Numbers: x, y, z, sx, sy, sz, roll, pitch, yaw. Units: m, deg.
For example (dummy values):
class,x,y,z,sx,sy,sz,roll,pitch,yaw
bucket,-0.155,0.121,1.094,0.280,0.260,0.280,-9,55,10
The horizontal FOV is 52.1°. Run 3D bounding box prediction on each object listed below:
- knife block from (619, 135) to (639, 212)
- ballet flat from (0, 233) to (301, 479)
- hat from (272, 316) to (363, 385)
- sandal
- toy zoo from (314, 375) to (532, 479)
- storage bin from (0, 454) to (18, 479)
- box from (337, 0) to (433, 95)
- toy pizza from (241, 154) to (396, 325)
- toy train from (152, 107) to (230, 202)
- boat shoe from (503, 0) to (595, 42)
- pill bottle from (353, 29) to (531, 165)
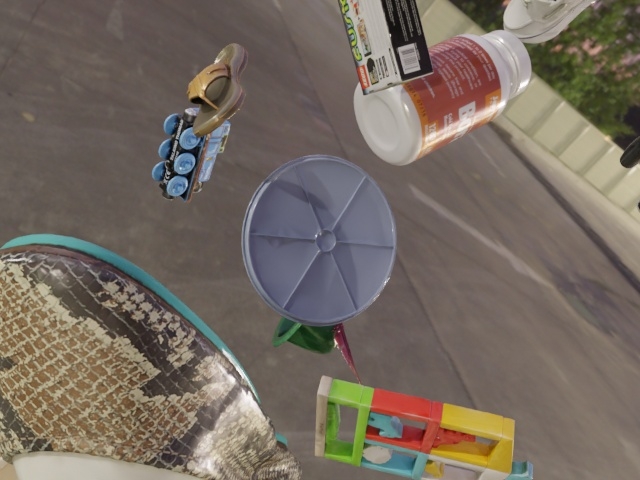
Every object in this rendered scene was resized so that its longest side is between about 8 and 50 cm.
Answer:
class,x,y,z,sx,sy,sz,roll,pitch,yaw
knife block,0.346,-0.100,0.564,0.275,0.242,0.088,-9,66,-48
ballet flat,-0.109,0.189,0.498,0.483,0.164,0.182,74,20,-58
hat,0.029,0.178,1.203,0.183,0.173,0.208,36,53,-9
sandal,-0.123,-0.179,0.748,0.049,0.072,0.180,39,33,-31
toy zoo,0.138,0.274,0.887,0.293,0.192,0.030,11,49,8
storage bin,-0.487,0.350,0.981,0.123,0.262,0.260,54,-10,-22
box,0.047,-0.253,0.642,0.114,0.036,0.207,-158,-130,-74
toy pizza,0.000,0.000,0.777,0.201,0.201,0.032,31,-12,-22
toy train,-0.237,-0.156,1.200,0.105,0.184,0.080,-11,42,-45
boat shoe,0.299,-0.324,0.828,0.088,0.096,0.267,2,0,-18
pill bottle,0.160,-0.190,0.837,0.216,0.121,0.121,-28,63,-22
